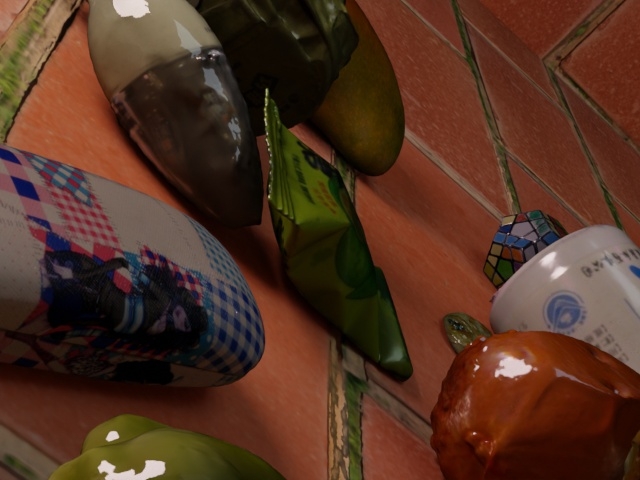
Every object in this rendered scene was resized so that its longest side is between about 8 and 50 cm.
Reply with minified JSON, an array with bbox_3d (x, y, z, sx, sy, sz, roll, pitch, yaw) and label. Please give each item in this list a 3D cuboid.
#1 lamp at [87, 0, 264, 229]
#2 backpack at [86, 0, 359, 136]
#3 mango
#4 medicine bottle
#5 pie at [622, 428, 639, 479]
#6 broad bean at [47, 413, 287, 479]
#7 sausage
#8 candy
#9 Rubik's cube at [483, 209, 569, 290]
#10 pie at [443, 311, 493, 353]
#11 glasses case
[{"bbox_3d":[-0.115,-0.118,1.025,0.250,0.101,0.101,63,21,4],"label":"lamp"},{"bbox_3d":[-0.085,-0.209,1.121,0.253,0.207,0.140,50,47,-18],"label":"backpack"},{"bbox_3d":[-0.009,-0.202,1.377,0.289,0.129,0.146,48,16,-23],"label":"mango"},{"bbox_3d":[0.305,0.140,1.278,0.170,0.170,0.293,12,39,-58],"label":"medicine bottle"},{"bbox_3d":[0.352,0.166,0.957,0.180,0.418,0.395,26,4,39],"label":"pie"},{"bbox_3d":[-0.017,0.202,0.578,0.291,0.119,0.238,49,10,1],"label":"broad bean"},{"bbox_3d":[0.198,0.159,1.050,0.268,0.141,0.153,24,15,-48],"label":"sausage"},{"bbox_3d":[0.000,0.000,1.059,0.149,0.069,0.246,-108,174,-46],"label":"candy"},{"bbox_3d":[0.236,0.021,1.483,0.093,0.111,0.111,20,17,9],"label":"Rubik's cube"},{"bbox_3d":[0.148,0.098,1.263,0.085,0.017,0.085,39,20,-17],"label":"pie"},{"bbox_3d":[-0.149,0.012,0.738,0.327,0.076,0.125,19,35,-53],"label":"glasses case"}]
